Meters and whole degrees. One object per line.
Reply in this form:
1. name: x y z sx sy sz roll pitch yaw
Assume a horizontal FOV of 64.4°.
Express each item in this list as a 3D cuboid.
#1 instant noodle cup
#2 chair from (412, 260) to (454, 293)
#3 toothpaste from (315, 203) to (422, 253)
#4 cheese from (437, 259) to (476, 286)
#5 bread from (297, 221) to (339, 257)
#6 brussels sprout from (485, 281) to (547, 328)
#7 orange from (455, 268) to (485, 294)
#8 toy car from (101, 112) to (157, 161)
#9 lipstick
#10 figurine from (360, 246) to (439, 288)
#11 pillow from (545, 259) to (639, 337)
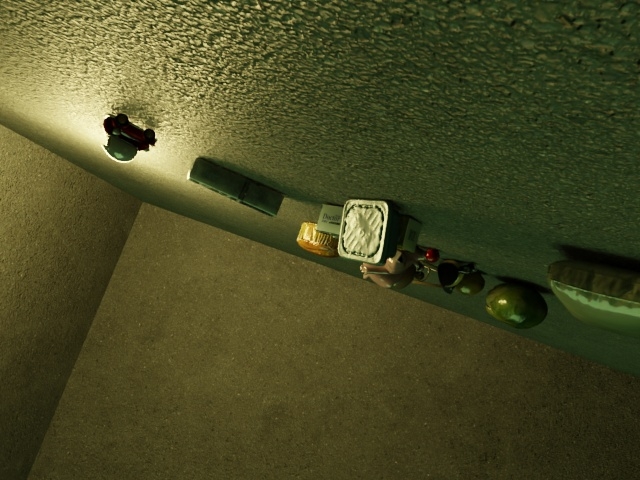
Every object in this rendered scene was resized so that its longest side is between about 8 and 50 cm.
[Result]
1. instant noodle cup: 0.126 -0.021 1.250 0.070 0.157 0.179 6 -177 -34
2. chair: 0.395 0.115 1.778 0.095 0.104 0.221 -12 -159 -38
3. toothpaste: 0.122 -0.036 1.375 0.313 0.089 0.071 12 177 45
4. cheese: 0.433 0.097 1.607 0.036 0.086 0.162 -4 169 -25
5. bread: 0.000 0.000 1.923 0.190 0.114 0.132 5 162 45
6. brussels sprout: 0.613 0.199 1.591 0.180 0.144 0.161 4 -159 26
7. orange: 0.489 0.137 1.663 0.095 0.085 0.085 3 167 21
8. toy car: -0.512 -0.260 1.339 0.139 0.112 0.112 25 171 -29
9. lipstick: -0.258 -0.160 1.537 0.289 0.076 0.077 25 174 -17
10. figurine: 0.248 0.084 1.644 0.186 0.176 0.287 46 153 -7
11. pillow: 0.628 0.131 1.076 0.255 0.120 0.322 15 171 37
